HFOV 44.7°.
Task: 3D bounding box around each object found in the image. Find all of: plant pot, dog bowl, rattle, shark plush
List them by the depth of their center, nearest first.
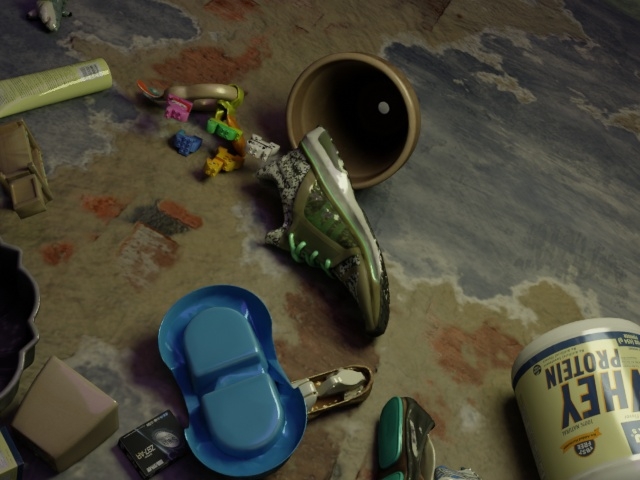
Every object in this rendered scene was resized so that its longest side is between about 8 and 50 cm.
[{"bbox_3d":[-0.335,0.232,1.006,0.109,0.109,0.096,35,58,8],"label":"plant pot"},{"bbox_3d":[-0.125,0.204,1.111,0.166,0.074,0.297,-19,57,-11],"label":"dog bowl"},{"bbox_3d":[-0.249,-0.236,1.503,0.200,0.142,0.130,-3,13,-19],"label":"rattle"},{"bbox_3d":[0.093,-0.253,1.552,0.263,0.263,0.229,35,29,9],"label":"plant pot"},{"bbox_3d":[-0.547,-0.478,1.612,0.067,0.073,0.161,36,21,-17],"label":"shark plush"}]

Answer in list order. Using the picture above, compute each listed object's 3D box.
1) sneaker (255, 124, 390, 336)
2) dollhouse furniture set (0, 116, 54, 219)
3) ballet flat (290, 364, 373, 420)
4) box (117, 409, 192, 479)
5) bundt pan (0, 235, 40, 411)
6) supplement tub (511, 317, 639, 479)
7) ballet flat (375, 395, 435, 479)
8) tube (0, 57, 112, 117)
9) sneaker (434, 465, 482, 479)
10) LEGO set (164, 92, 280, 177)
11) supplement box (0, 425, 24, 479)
[{"bbox_3d":[0.000,0.000,1.372,0.182,0.158,0.410,-23,62,2],"label":"sneaker"},{"bbox_3d":[-0.517,-0.076,1.235,0.161,0.101,0.181,-20,58,-7],"label":"dollhouse furniture set"},{"bbox_3d":[-0.006,0.227,1.176,0.206,0.067,0.073,-14,58,-32],"label":"ballet flat"},{"bbox_3d":[-0.224,0.279,1.067,0.083,0.018,0.067,-25,63,-39],"label":"box"},{"bbox_3d":[-0.509,0.126,0.960,0.331,0.124,0.330,5,57,-8],"label":"bundt pan"},{"bbox_3d":[0.441,0.308,1.181,0.236,0.235,0.324,7,47,-18],"label":"supplement tub"},{"bbox_3d":[0.120,0.346,1.110,0.096,0.095,0.280,34,44,-12],"label":"ballet flat"},{"bbox_3d":[-0.506,-0.280,1.431,0.240,0.062,0.070,-24,19,-32],"label":"tube"},{"bbox_3d":[0.227,0.366,1.164,0.135,0.052,0.058,23,23,-20],"label":"sneaker"},{"bbox_3d":[-0.202,-0.173,1.437,0.227,0.087,0.093,25,30,-1],"label":"LEGO set"},{"bbox_3d":[-0.410,0.281,0.937,0.083,0.083,0.056,-20,60,-36],"label":"supplement box"}]
